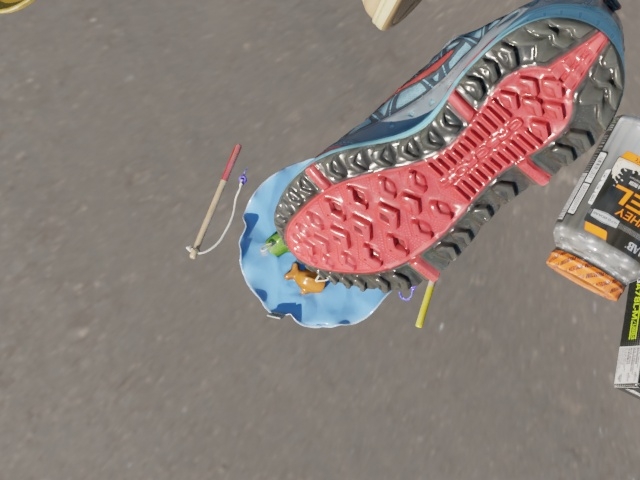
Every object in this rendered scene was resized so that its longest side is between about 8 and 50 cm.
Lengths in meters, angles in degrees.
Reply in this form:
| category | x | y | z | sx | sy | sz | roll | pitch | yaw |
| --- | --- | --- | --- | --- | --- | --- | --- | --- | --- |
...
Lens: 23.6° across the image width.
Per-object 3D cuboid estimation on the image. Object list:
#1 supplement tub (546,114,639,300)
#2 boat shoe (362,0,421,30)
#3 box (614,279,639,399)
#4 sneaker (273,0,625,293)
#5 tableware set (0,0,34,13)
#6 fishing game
| category | x | y | z | sx | sy | sz | roll | pitch | yaw |
| --- | --- | --- | --- | --- | --- | --- | --- | --- | --- |
| supplement tub | 0.339 | -0.035 | 1.725 | 0.117 | 0.117 | 0.190 | 28 | 88 | 2 |
| boat shoe | 0.096 | -0.365 | 1.499 | 0.110 | 0.121 | 0.341 | 32 | 129 | 14 |
| box | 0.447 | 0.120 | 1.914 | 0.184 | 0.045 | 0.191 | 26 | 68 | -35 |
| sneaker | 0.086 | -0.062 | 0.940 | 0.262 | 0.125 | 0.104 | -32 | 106 | 32 |
| tableware set | -0.146 | -0.164 | 0.799 | 0.154 | 0.104 | 0.024 | -17 | 136 | 22 |
| fishing game | 0.000 | 0.000 | 1.609 | 0.264 | 0.041 | 0.189 | 20 | 78 | 10 |
